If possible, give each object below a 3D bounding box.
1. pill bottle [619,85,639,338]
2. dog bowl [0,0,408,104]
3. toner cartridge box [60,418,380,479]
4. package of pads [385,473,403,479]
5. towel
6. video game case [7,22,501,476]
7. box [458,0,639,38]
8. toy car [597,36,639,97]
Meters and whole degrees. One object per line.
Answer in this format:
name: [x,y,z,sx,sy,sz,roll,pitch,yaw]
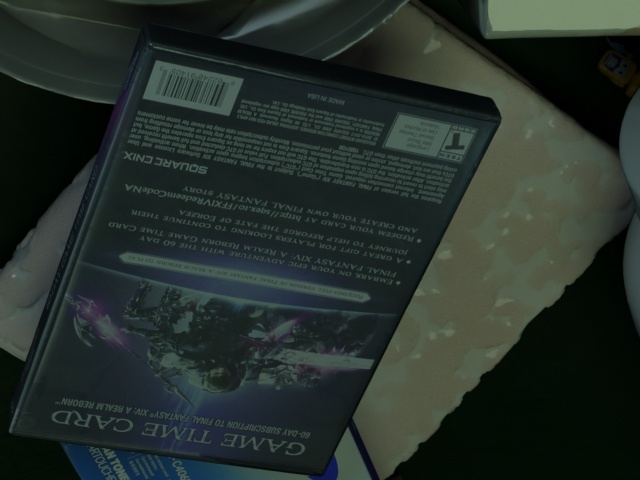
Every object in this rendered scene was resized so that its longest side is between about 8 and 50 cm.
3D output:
pill bottle: [0.323,0.059,1.150,0.229,0.229,0.407,-27,132,4]
dog bowl: [-0.083,-0.246,0.919,0.349,0.102,0.348,-2,116,-4]
toner cartridge box: [-0.036,0.191,1.210,0.165,0.075,0.347,-23,127,1]
package of pads: [0.027,0.204,1.317,0.083,0.032,0.050,-19,128,-2]
towel: [0.000,0.000,1.163,0.317,0.053,0.332,30,112,-30]
video game case: [-0.043,0.017,1.011,0.196,0.026,0.274,10,127,-20]
box: [0.233,-0.182,1.000,0.311,0.148,0.121,-1,105,0]
toy car: [0.205,-0.146,1.119,0.040,0.060,0.122,34,105,4]
